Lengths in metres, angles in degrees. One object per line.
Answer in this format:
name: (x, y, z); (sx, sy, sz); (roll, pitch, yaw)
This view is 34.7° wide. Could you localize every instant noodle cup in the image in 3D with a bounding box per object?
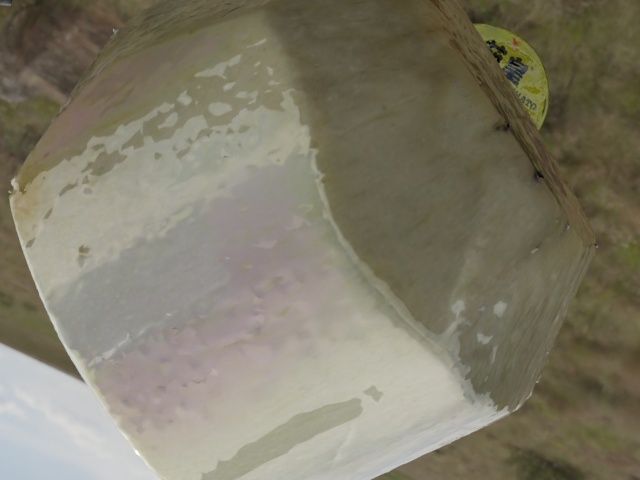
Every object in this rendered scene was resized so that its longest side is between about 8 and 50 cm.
instant noodle cup: (0.201, -0.195, 1.375); (0.182, 0.182, 0.144); (26, -173, -4)

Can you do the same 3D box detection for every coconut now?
coconut: (-0.017, -0.001, 0.428); (0.241, 0.241, 0.241); (24, 168, 5)

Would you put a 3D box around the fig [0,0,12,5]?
fig: (-0.358, -0.106, 0.827); (0.190, 0.290, 0.191); (36, 138, 42)
